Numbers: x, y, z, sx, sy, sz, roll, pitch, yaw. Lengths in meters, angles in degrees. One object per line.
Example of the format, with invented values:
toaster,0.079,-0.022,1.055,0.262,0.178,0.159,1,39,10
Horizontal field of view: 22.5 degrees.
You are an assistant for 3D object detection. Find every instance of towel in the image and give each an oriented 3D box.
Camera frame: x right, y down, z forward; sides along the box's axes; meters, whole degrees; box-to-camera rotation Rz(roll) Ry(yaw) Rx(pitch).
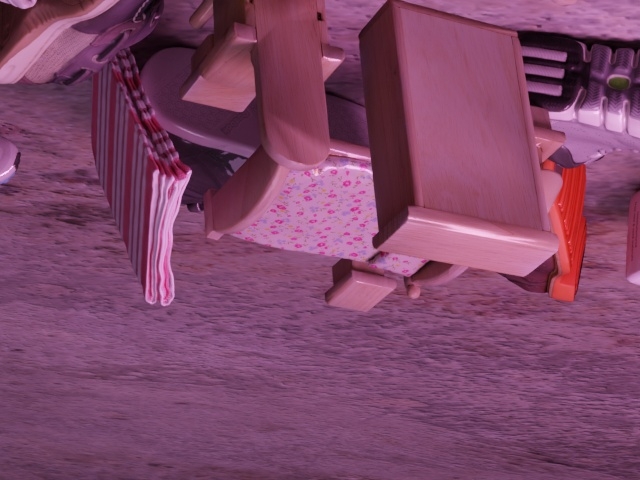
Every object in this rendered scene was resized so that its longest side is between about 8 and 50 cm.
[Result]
towel,-0.147,-0.063,1.276,0.029,0.197,0.144,-9,137,-19

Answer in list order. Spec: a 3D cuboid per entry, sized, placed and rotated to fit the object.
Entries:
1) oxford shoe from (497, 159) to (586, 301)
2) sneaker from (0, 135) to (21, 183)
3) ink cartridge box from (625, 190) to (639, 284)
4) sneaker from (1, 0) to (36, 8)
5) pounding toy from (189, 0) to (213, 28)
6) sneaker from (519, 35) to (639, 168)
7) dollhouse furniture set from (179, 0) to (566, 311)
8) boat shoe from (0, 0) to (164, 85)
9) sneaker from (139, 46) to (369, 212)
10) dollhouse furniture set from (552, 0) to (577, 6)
oxford shoe,0.183,-0.015,1.433,0.098,0.096,0.271,9,157,13
sneaker,-0.368,-0.095,1.463,0.191,0.071,0.083,10,151,-6
ink cartridge box,0.387,-0.016,1.360,0.160,0.092,0.219,17,155,-20
sneaker,-0.214,-0.222,1.091,0.061,0.054,0.152,31,146,22
pounding toy,-0.021,-0.209,1.042,0.141,0.100,0.130,4,156,10
sneaker,0.249,-0.095,1.258,0.229,0.086,0.132,15,163,10
dollhouse furniture set,0.000,0.000,1.167,0.303,0.173,0.355,11,147,-26
boat shoe,-0.157,-0.183,1.161,0.092,0.102,0.285,7,158,-34
sneaker,-0.043,-0.064,1.391,0.296,0.104,0.147,23,155,-19
dollhouse furniture set,0.233,-0.176,0.960,0.212,0.161,0.242,-15,148,42
